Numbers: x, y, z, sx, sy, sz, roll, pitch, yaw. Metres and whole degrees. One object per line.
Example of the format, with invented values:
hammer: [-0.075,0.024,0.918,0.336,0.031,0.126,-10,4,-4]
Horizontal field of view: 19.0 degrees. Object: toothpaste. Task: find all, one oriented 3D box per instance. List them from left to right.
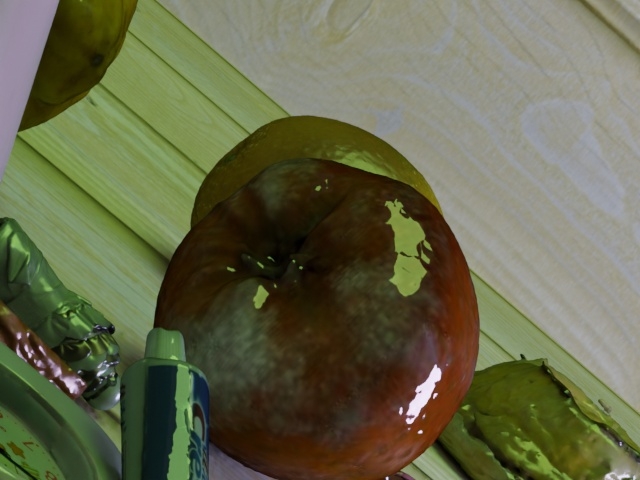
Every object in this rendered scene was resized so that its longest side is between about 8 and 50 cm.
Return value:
toothpaste: [-0.079,0.151,0.951,0.069,0.047,0.268,87,0,-49]

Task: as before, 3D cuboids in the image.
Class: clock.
clock: [-0.175,0.106,0.952,0.151,0.062,0.191,41,9,-8]

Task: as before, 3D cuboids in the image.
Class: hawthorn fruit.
hawthorn fruit: [0.004,0.060,1.387,0.231,0.235,0.263,41,7,16]

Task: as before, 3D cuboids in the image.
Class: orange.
orange: [0.000,0.000,1.723,0.236,0.236,0.236,40,9,-8]

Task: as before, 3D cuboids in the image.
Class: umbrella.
umbrella: [-0.175,0.051,1.224,0.143,0.062,0.067,54,-29,-16]

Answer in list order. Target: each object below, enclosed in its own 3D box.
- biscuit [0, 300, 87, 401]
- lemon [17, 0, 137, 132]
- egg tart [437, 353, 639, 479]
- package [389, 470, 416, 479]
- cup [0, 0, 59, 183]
biscuit: [-0.230,0.014,1.100,0.192,0.036,0.186,36,-13,37]
lemon: [-0.283,-0.216,1.418,0.285,0.285,0.316,34,4,-39]
egg tart: [0.259,0.231,2.007,0.345,0.132,0.345,41,6,-6]
package: [0.075,0.221,1.582,0.059,0.029,0.083,30,23,-39]
cup: [-0.234,-0.113,0.899,0.253,0.274,0.253,25,10,-4]
